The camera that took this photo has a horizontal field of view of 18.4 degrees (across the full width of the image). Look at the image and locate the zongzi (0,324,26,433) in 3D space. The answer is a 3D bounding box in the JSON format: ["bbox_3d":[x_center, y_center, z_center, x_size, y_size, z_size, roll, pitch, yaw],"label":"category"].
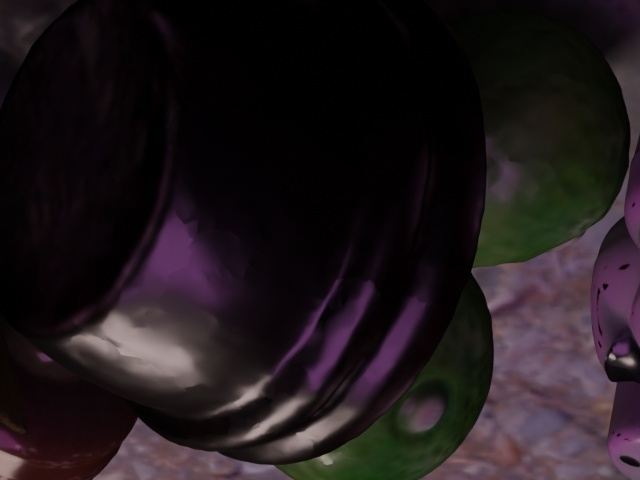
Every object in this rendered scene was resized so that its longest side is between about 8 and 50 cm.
[{"bbox_3d":[-0.237,0.016,0.731,0.138,0.300,0.286,-22,157,-33],"label":"zongzi"}]

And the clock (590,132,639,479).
[{"bbox_3d":[0.210,0.031,0.707,0.228,0.090,0.248,8,155,18],"label":"clock"}]

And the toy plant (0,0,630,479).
[{"bbox_3d":[0.000,0.000,0.720,0.235,0.175,0.218,13,126,-40],"label":"toy plant"}]

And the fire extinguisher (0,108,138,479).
[{"bbox_3d":[-0.170,0.079,0.846,0.147,0.106,0.337,31,128,-9],"label":"fire extinguisher"}]
